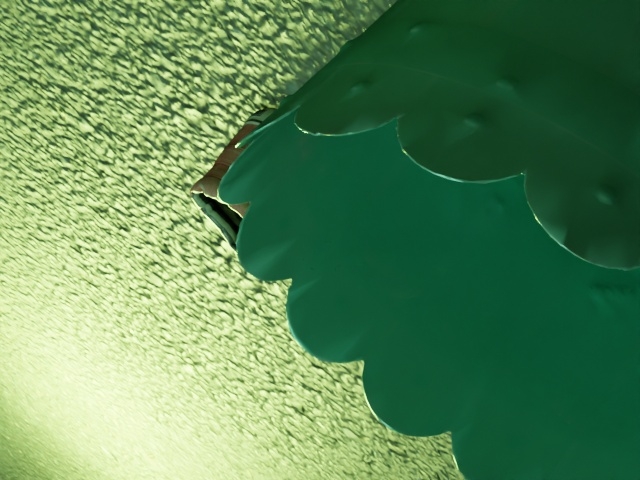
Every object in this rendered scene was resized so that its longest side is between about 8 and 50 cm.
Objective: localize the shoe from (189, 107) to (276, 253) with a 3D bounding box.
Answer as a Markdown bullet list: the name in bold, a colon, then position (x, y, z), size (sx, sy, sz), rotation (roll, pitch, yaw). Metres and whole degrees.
- **shoe**: position (0.000, 0.000, 1.056), size (0.178, 0.081, 0.063), rotation (42, 156, -4)

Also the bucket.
- **bucket**: position (0.114, -0.012, 0.746), size (0.281, 0.183, 0.281), rotation (33, 155, 18)
